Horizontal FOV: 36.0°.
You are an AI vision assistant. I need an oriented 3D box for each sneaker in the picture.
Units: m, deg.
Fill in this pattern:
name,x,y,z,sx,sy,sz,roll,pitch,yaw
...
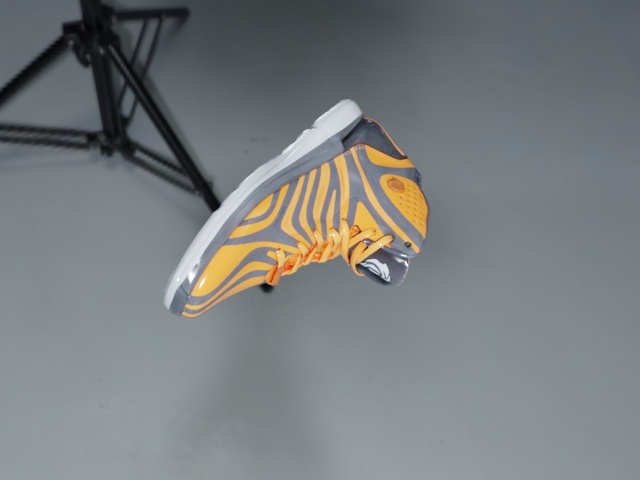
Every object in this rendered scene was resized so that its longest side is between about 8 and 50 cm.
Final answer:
name,x,y,z,sx,sy,sz,roll,pitch,yaw
sneaker,0.000,0.000,0.995,0.180,0.124,0.321,43,61,4
